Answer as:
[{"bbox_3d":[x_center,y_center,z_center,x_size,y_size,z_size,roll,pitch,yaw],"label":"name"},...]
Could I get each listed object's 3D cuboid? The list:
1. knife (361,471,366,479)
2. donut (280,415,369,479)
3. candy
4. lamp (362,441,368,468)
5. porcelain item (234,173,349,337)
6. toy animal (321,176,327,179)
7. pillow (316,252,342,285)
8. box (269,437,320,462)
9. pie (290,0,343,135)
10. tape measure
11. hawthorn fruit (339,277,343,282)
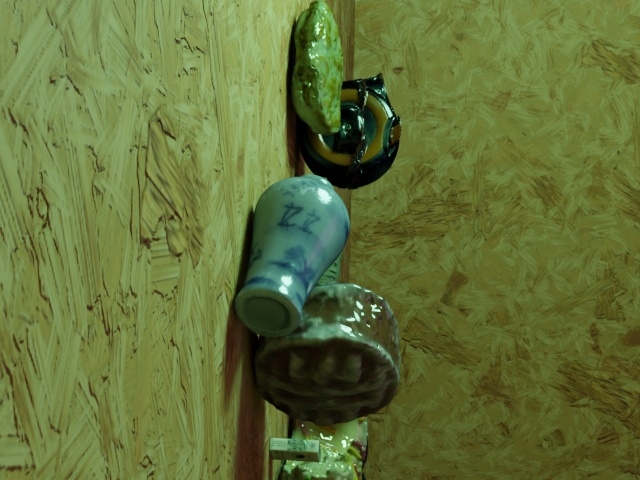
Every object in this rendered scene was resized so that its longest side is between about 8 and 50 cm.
[{"bbox_3d":[0.081,0.451,1.734,0.170,0.010,0.023,63,38,-85],"label":"knife"},{"bbox_3d":[0.021,0.367,1.819,0.307,0.150,0.371,91,10,-60],"label":"donut"},{"bbox_3d":[0.012,0.169,1.375,0.289,0.214,0.157,93,2,-56],"label":"candy"},{"bbox_3d":[0.033,0.488,2.177,0.156,0.157,0.135,-51,-165,-28],"label":"lamp"},{"bbox_3d":[-0.040,0.010,1.260,0.259,0.141,0.141,-69,163,-48],"label":"porcelain item"},{"bbox_3d":[-0.024,-0.023,1.724,0.214,0.094,0.186,-56,144,-67],"label":"toy animal"},{"bbox_3d":[-0.009,0.066,1.815,0.241,0.093,0.051,-79,175,-58],"label":"pillow"},{"bbox_3d":[-0.043,0.358,1.586,0.054,0.083,0.024,84,10,-56],"label":"box"},{"bbox_3d":[-0.008,-0.324,1.713,0.201,0.090,0.248,64,26,-57],"label":"pie"},{"bbox_3d":[0.056,-0.214,1.834,0.135,0.202,0.222,77,3,-71],"label":"tape measure"},{"bbox_3d":[0.005,0.123,1.897,0.128,0.128,0.128,2,90,-85],"label":"hawthorn fruit"}]
